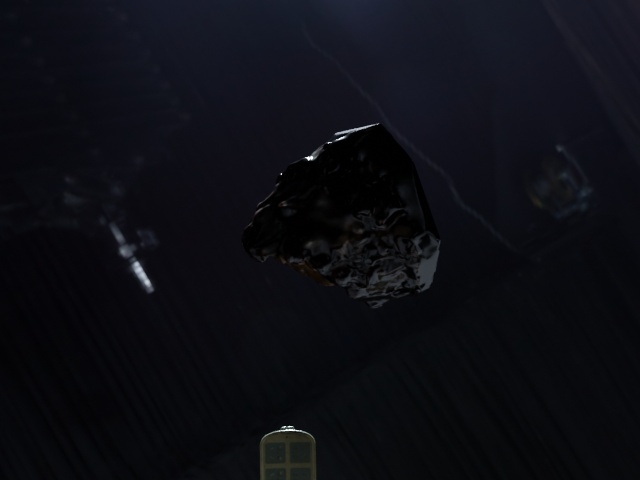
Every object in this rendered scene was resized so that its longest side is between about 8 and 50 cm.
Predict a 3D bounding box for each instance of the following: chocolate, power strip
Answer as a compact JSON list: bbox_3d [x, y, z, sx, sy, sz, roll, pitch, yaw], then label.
[{"bbox_3d":[0.000,0.000,1.062,0.177,0.206,0.224,-23,10,-19],"label":"chocolate"},{"bbox_3d":[-0.044,0.370,1.300,0.080,0.227,0.029,-1,-19,-4],"label":"power strip"}]
